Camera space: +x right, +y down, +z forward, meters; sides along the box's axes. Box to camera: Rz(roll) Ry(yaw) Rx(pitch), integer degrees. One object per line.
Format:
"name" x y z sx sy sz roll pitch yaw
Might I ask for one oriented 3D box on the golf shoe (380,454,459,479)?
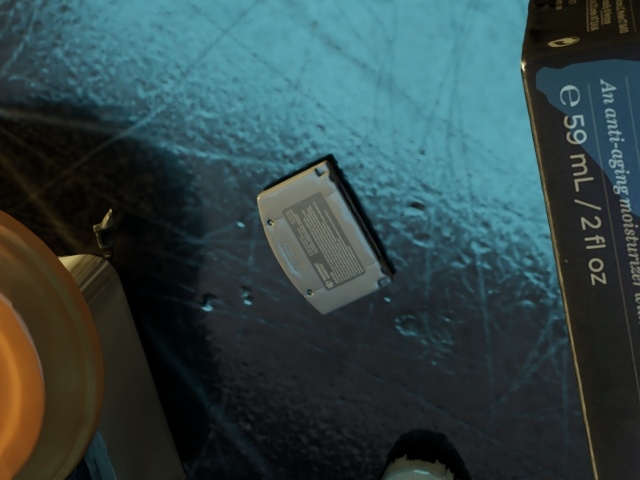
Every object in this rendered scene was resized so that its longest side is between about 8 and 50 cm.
"golf shoe" 0.060 0.222 0.932 0.069 0.086 0.176 1 107 12

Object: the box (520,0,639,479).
"box" 0.270 0.004 0.769 0.294 0.183 0.296 -10 107 12

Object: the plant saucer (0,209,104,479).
"plant saucer" -0.219 0.071 0.837 0.199 0.037 0.200 3 107 10

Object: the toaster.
"toaster" -0.188 0.099 0.920 0.168 0.110 0.186 -12 106 13

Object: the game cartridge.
"game cartridge" 0.000 0.000 0.903 0.056 0.017 0.083 -26 102 14
